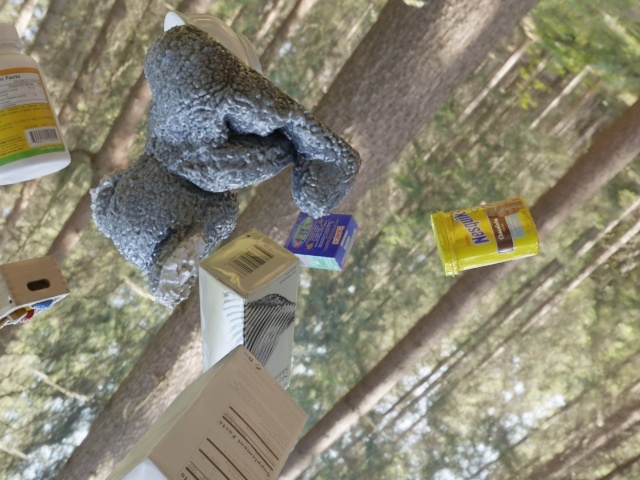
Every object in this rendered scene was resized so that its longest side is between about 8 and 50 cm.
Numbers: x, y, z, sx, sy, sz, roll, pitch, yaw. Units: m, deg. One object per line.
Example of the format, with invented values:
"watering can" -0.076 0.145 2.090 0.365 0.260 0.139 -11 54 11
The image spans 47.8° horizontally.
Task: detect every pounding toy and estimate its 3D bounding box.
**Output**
"pounding toy" -0.495 0.103 1.143 0.100 0.130 0.141 63 -154 5

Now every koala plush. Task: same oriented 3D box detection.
"koala plush" -0.119 -0.062 0.670 0.196 0.221 0.203 42 -172 38

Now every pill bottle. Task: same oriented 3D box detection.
"pill bottle" -0.524 -0.229 1.214 0.136 0.136 0.246 -22 -85 -59

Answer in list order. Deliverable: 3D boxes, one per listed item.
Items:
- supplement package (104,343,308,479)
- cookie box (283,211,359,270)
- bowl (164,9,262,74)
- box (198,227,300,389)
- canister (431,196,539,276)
"supplement package" -0.136 0.257 0.840 0.134 0.139 0.244 48 -154 -4
"cookie box" 0.000 0.000 1.231 0.040 0.107 0.092 56 -131 -45
"bowl" -0.206 -0.340 1.488 0.134 0.298 0.298 -23 -120 -19
"box" -0.103 0.127 1.031 0.094 0.275 0.113 32 -131 27
"canister" 0.297 -0.011 1.312 0.073 0.169 0.126 73 -173 -46
